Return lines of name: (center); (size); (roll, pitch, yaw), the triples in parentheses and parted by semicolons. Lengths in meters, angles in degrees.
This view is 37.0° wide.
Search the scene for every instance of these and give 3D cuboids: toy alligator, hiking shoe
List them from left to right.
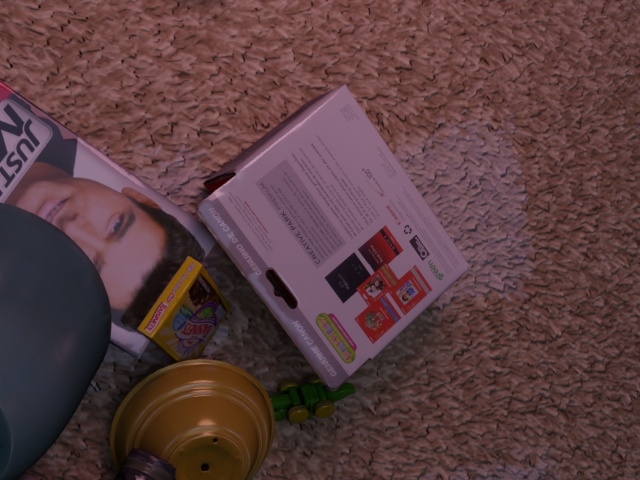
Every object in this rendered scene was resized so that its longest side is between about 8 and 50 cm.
hiking shoe: (-0.242, 0.349, 1.149); (0.086, 0.227, 0.114); (24, 42, 8)
toy alligator: (-0.045, 0.229, 1.314); (0.190, 0.056, 0.051); (-8, 135, -16)

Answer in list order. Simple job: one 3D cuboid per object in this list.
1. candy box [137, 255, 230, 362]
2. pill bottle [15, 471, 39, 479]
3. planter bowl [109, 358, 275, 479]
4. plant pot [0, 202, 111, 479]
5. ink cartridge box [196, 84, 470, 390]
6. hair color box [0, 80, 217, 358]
candy box: (-0.165, 0.096, 1.191); (0.027, 0.206, 0.105); (33, 78, 14)
pill bottle: (-0.321, 0.470, 1.109); (0.210, 0.210, 0.363); (-37, 102, -18)
planter bowl: (-0.153, 0.267, 1.209); (0.217, 0.090, 0.217); (-6, 111, -15)
plant pot: (-0.388, 0.134, 1.011); (0.293, 0.235, 0.293); (-1, 115, -1)
ink cartridge box: (0.000, 0.000, 1.281); (0.272, 0.130, 0.309); (-40, 103, -22)
hair color box: (-0.333, -0.035, 1.166); (0.374, 0.113, 0.185); (36, 76, -18)
